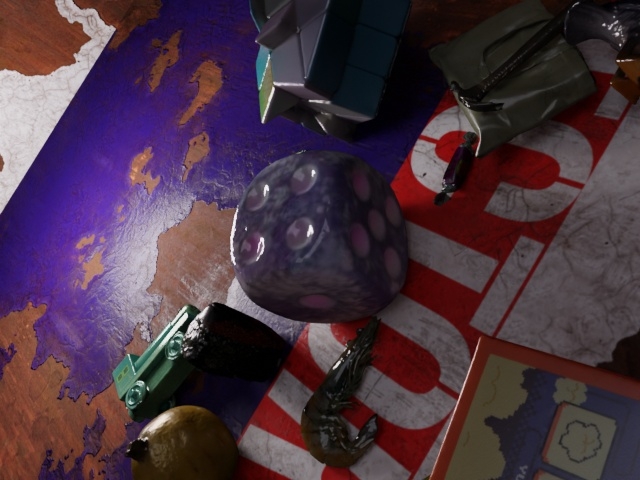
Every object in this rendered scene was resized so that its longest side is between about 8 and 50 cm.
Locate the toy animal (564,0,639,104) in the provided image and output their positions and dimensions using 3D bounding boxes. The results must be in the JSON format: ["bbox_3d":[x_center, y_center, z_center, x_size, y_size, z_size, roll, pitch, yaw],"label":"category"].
[{"bbox_3d":[0.560,-0.329,1.099,0.185,0.122,0.298,-41,56,-9],"label":"toy animal"}]

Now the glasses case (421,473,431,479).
[{"bbox_3d":[0.172,0.438,1.063,0.234,0.064,0.079,-41,39,17],"label":"glasses case"}]

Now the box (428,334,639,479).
[{"bbox_3d":[0.323,0.335,0.789,0.257,0.349,0.318,11,73,43],"label":"box"}]

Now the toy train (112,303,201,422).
[{"bbox_3d":[-0.375,0.291,1.578,0.298,0.120,0.194,-49,40,7],"label":"toy train"}]

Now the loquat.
[{"bbox_3d":[-0.294,0.441,1.331,0.213,0.246,0.213,-24,52,34],"label":"loquat"}]

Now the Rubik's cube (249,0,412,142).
[{"bbox_3d":[0.006,-0.428,1.495,0.368,0.358,0.387,19,90,46],"label":"Rubik's cube"}]

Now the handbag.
[{"bbox_3d":[0.373,-0.335,1.293,0.253,0.109,0.315,-29,50,20],"label":"handbag"}]

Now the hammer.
[{"bbox_3d":[0.383,-0.353,1.214,0.297,0.027,0.125,-41,53,6],"label":"hammer"}]

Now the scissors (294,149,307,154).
[{"bbox_3d":[-0.019,-0.170,1.595,0.187,0.020,0.133,1,64,42],"label":"scissors"}]

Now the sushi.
[{"bbox_3d":[-0.184,0.220,1.372,0.136,0.225,0.126,33,91,45],"label":"sushi"}]

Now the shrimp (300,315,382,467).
[{"bbox_3d":[0.067,0.294,1.245,0.169,0.058,0.296,32,93,38],"label":"shrimp"}]

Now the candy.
[{"bbox_3d":[0.276,-0.144,1.311,0.043,0.045,0.174,12,74,55],"label":"candy"}]

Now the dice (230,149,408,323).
[{"bbox_3d":[0.000,0.000,1.306,0.270,0.270,0.271,-16,57,33],"label":"dice"}]
